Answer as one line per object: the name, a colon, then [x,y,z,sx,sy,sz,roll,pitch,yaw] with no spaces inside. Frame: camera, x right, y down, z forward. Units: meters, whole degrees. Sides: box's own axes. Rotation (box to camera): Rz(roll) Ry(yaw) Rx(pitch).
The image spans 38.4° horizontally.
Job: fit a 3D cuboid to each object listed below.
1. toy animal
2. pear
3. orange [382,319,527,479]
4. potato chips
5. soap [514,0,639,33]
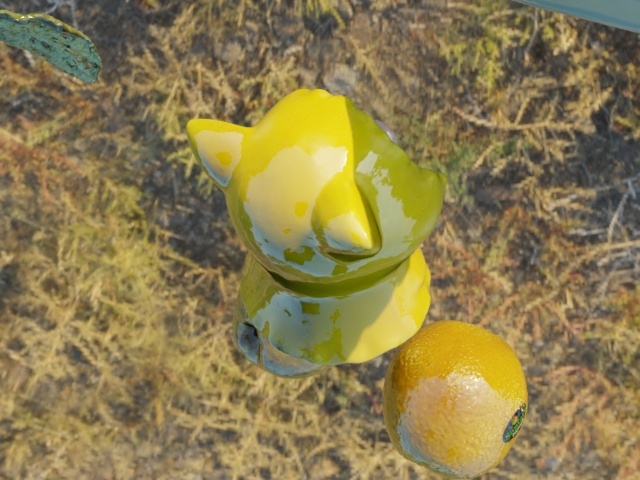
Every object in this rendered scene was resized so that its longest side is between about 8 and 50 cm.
toy animal: [0.004,0.002,0.616,0.156,0.156,0.229,-3,147,11]
pear: [-0.029,0.103,1.379,0.188,0.211,0.228,39,147,19]
orange: [0.201,0.237,1.377,0.236,0.236,0.236,4,133,4]
potato chips: [-0.286,-0.206,0.992,0.092,0.028,0.207,0,171,18]
soap: [0.136,-0.166,0.426,0.067,0.198,0.119,28,97,-34]
